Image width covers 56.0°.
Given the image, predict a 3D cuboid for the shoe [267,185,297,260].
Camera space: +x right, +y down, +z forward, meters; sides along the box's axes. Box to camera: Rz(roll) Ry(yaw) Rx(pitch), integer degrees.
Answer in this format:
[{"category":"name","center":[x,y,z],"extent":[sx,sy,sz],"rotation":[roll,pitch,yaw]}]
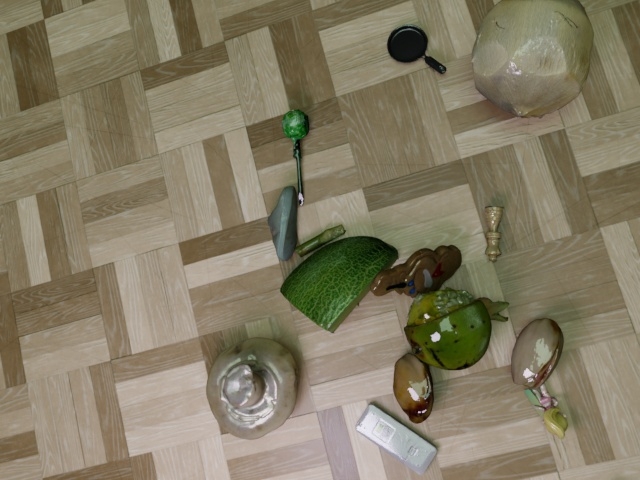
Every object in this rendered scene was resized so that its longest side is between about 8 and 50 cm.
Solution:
[{"category":"shoe","center":[-0.132,-0.059,1.991],"extent":[0.100,0.103,0.250],"rotation":[4,83,19]}]

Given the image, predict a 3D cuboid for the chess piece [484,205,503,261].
[{"category":"chess piece","center":[0.541,-0.020,1.881],"extent":[0.060,0.060,0.171],"rotation":[1,86,11]}]

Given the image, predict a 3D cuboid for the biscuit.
[{"category":"biscuit","center":[0.296,0.108,1.835],"extent":[0.320,0.047,0.183],"rotation":[-6,120,-27]}]

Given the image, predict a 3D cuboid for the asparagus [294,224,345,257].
[{"category":"asparagus","center":[0.000,0.000,1.984],"extent":[0.179,0.045,0.041],"rotation":[-29,40,2]}]

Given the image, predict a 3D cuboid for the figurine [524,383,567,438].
[{"category":"figurine","center":[0.671,0.495,1.785],"extent":[0.083,0.083,0.187],"rotation":[-23,70,7]}]

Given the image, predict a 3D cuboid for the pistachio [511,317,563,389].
[{"category":"pistachio","center":[0.638,0.331,1.773],"extent":[0.144,0.144,0.215],"rotation":[18,86,12]}]

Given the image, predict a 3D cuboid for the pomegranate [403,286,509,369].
[{"category":"pomegranate","center":[0.406,0.252,1.785],"extent":[0.341,0.260,0.260],"rotation":[-15,80,-16]}]

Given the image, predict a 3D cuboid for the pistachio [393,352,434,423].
[{"category":"pistachio","center":[0.287,0.449,1.835],"extent":[0.131,0.165,0.210],"rotation":[6,67,-27]}]

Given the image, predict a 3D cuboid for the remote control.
[{"category":"remote control","center":[0.233,0.614,1.869],"extent":[0.250,0.034,0.103],"rotation":[31,90,12]}]

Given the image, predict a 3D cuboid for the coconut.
[{"category":"coconut","center":[0.616,-0.535,1.788],"extent":[0.347,0.346,0.359],"rotation":[18,85,12]}]

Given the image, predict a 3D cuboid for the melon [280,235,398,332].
[{"category":"melon","center":[0.076,0.115,1.899],"extent":[0.226,0.331,0.343],"rotation":[41,83,-24]}]

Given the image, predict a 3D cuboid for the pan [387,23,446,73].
[{"category":"pan","center":[0.326,-0.625,2.008],"extent":[0.235,0.028,0.136],"rotation":[44,93,16]}]

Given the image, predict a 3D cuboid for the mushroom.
[{"category":"mushroom","center":[-0.221,0.445,1.827],"extent":[0.315,0.336,0.314],"rotation":[-2,74,8]}]

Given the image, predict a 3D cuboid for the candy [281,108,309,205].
[{"category":"candy","center":[-0.078,-0.278,2.026],"extent":[0.097,0.097,0.323],"rotation":[-4,90,10]}]
